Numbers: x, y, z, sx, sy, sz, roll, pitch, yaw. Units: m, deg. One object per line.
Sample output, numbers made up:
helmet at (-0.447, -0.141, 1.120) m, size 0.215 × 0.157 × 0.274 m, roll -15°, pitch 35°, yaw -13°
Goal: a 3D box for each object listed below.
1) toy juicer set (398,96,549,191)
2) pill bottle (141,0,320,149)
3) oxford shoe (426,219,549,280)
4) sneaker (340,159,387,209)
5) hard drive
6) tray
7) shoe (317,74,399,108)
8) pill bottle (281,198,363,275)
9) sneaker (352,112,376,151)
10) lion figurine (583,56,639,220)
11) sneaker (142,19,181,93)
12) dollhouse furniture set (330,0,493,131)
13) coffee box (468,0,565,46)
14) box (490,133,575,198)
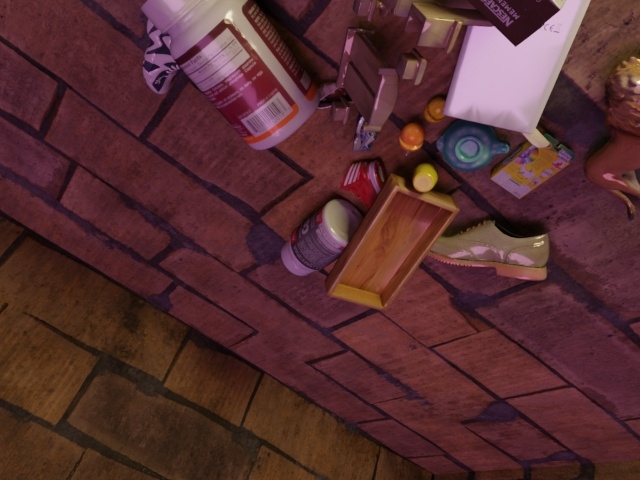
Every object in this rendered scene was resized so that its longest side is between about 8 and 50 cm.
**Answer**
toy juicer set at (0.347, -0.263, 1.176) m, size 0.329 × 0.089 × 0.209 m, roll -21°, pitch 105°, yaw 25°
pill bottle at (-0.196, -0.420, 1.110) m, size 0.224 × 0.224 × 0.392 m, roll -16°, pitch 128°, yaw 37°
oxford shoe at (0.455, 0.005, 1.414) m, size 0.397 × 0.140 × 0.147 m, roll 11°, pitch 103°, yaw 24°
sneaker at (0.136, -0.136, 1.416) m, size 0.128 × 0.087 × 0.221 m, roll 6°, pitch 127°, yaw 31°
hard drive at (0.392, -0.385, 0.993) m, size 0.203 × 0.040 × 0.307 m, roll 15°, pitch 130°, yaw 8°
tray at (0.191, 0.020, 1.393) m, size 0.202 × 0.076 × 0.411 m, roll 17°, pitch 123°, yaw -19°
shoe at (0.085, -0.362, 1.181) m, size 0.219 × 0.058 × 0.076 m, roll -5°, pitch 134°, yaw 28°
pill bottle at (0.000, 0.000, 1.552) m, size 0.161 × 0.161 × 0.283 m, roll 36°, pitch 138°, yaw -17°
sneaker at (0.120, -0.287, 1.268) m, size 0.058 × 0.052 × 0.135 m, roll 8°, pitch 147°, yaw 1°
lion figurine at (0.672, -0.198, 1.050) m, size 0.240 × 0.142 × 0.392 m, roll 21°, pitch 146°, yaw 12°
sneaker at (-0.361, -0.455, 1.245) m, size 0.153 × 0.094 × 0.235 m, roll 29°, pitch 131°, yaw 4°
dollhouse furniture set at (0.173, -0.329, 0.985) m, size 0.173 × 0.303 × 0.355 m, roll -4°, pitch 137°, yaw -18°
coffee box at (0.346, -0.459, 0.785) m, size 0.141 × 0.246 × 0.098 m, roll 39°, pitch 157°, yaw -9°
box at (0.522, -0.189, 1.200) m, size 0.105 × 0.043 × 0.179 m, roll 31°, pitch 142°, yaw -12°
